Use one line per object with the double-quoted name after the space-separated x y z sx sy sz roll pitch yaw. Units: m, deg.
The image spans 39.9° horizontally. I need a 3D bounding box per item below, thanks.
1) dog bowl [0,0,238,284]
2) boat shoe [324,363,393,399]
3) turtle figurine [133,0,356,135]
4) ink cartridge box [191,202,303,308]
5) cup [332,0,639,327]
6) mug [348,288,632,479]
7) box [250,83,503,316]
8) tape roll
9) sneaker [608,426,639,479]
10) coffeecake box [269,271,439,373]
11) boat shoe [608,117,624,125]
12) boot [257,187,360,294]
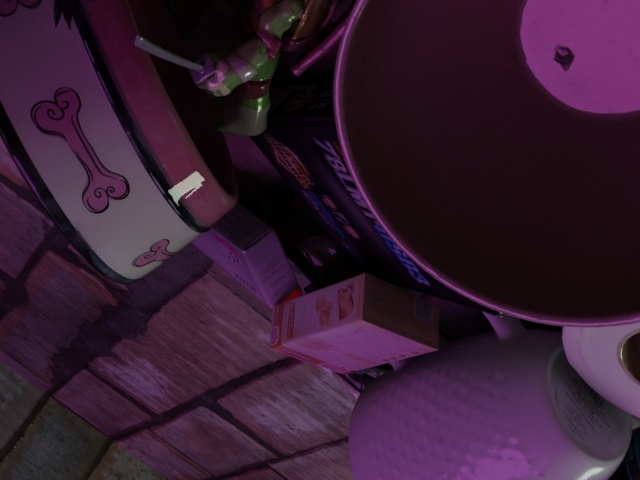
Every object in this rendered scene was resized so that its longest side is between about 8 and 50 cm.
-0.223 -0.166 0.970 0.150 0.408 0.408 -22 131 4 "dog bowl"
0.026 0.180 1.502 0.233 0.084 0.079 37 110 5 "boat shoe"
-0.100 -0.239 0.913 0.198 0.274 0.266 62 158 17 "turtle figurine"
-0.132 0.020 1.326 0.275 0.060 0.239 35 156 42 "ink cartridge box"
0.208 -0.132 0.712 0.331 0.237 0.331 16 128 22 "cup"
0.221 0.221 1.227 0.328 0.276 0.374 -34 80 45 "mug"
0.070 -0.055 1.056 0.293 0.073 0.295 17 149 55 "box"
0.431 0.112 1.018 0.286 0.100 0.286 22 146 16 "tape roll"
0.409 0.354 1.145 0.125 0.341 0.140 34 145 6 "sneaker"
0.044 0.117 1.188 0.142 0.068 0.185 24 148 -36 "coffeecake box"
0.213 -0.101 0.923 0.109 0.089 0.258 46 145 -21 "boat shoe"
0.000 0.000 1.280 0.106 0.082 0.219 -30 96 10 "boot"
